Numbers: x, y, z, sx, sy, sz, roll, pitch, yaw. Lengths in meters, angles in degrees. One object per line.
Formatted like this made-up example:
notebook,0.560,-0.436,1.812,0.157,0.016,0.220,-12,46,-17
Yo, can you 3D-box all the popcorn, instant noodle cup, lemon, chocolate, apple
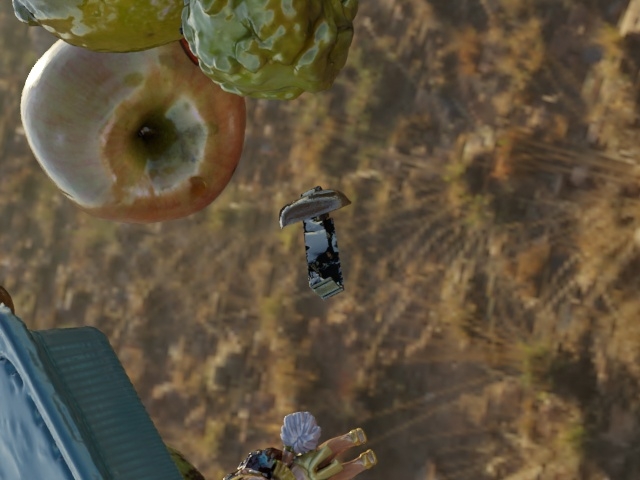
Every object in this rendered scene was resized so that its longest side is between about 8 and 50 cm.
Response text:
popcorn,-0.060,-0.261,1.477,0.266,0.192,0.233,-69,-30,-70
instant noodle cup,-0.133,0.133,0.766,0.179,0.070,0.157,57,142,26
lemon,-0.241,-0.388,1.711,0.364,0.364,0.364,-32,52,54
chocolate,-0.010,-0.046,1.858,0.064,0.100,0.031,-102,-6,-80
apple,-0.337,-0.222,2.518,0.346,0.391,0.391,42,117,62

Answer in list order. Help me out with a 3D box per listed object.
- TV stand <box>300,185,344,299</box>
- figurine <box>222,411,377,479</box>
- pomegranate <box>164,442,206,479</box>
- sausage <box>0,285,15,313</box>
TV stand,0.000,0.000,2.064,0.036,0.042,0.249,-29,32,14
figurine,-0.035,0.335,1.944,0.175,0.240,0.116,64,170,7
pomegranate,-0.230,0.310,1.648,0.214,0.214,0.248,-113,14,-47
sausage,-0.418,0.094,1.547,0.270,0.108,0.109,-81,5,-85
